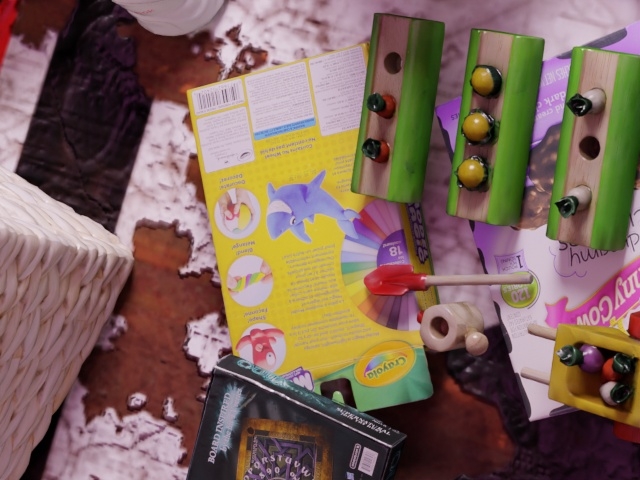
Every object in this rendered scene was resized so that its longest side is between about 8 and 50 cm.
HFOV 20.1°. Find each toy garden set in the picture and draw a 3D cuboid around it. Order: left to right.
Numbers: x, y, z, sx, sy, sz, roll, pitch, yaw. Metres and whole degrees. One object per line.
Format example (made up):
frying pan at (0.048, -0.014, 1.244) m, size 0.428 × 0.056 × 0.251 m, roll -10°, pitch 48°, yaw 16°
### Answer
toy garden set at (0.109, -0.010, 0.998) m, size 0.244 × 0.049 × 0.204 m, roll 14°, pitch 102°, yaw 35°

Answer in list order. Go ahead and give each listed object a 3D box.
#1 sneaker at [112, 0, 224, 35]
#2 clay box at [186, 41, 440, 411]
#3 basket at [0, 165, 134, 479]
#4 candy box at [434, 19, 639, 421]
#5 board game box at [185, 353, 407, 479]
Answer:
sneaker at (-0.088, -0.251, 1.144) m, size 0.090 × 0.115 × 0.232 m, roll 10°, pitch 90°, yaw 21°
clay box at (0.000, 0.000, 1.127) m, size 0.127 × 0.053 × 0.222 m, roll -13°, pitch 83°, yaw 20°
basket at (-0.352, 0.050, 1.141) m, size 0.328 × 0.266 × 0.331 m, roll 31°, pitch 98°, yaw 20°
candy box at (0.173, -0.012, 1.026) m, size 0.165 × 0.070 × 0.196 m, roll -21°, pitch 81°, yaw 36°
board game box at (-0.029, 0.177, 1.109) m, size 0.126 × 0.026 × 0.186 m, roll 24°, pitch 113°, yaw 20°
